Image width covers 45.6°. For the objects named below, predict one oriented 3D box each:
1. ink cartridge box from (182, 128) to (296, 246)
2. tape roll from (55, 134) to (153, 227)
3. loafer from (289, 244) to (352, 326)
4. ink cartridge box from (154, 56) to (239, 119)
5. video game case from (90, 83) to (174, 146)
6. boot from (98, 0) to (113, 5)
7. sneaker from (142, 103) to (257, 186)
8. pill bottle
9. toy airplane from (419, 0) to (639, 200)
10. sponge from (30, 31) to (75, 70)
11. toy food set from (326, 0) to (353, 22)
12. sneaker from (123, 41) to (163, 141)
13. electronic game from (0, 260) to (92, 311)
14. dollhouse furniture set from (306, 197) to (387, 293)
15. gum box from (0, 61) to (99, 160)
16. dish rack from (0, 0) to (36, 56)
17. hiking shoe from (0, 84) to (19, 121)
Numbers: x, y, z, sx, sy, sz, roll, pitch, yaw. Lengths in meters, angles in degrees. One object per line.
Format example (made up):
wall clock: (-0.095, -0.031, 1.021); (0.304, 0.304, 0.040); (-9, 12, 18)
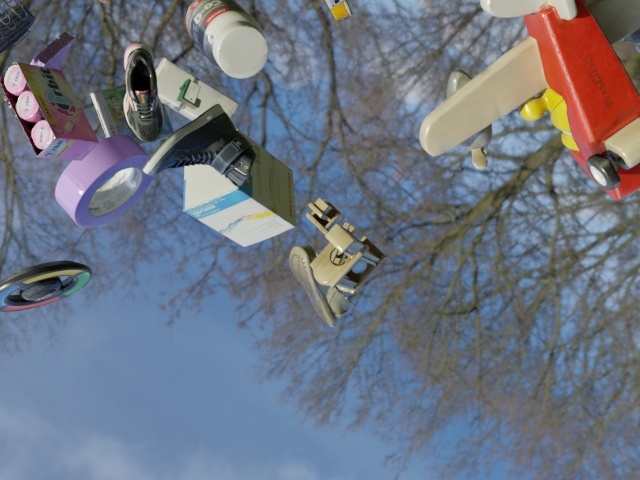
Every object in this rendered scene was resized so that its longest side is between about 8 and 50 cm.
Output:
ink cartridge box: (-0.191, -0.120, 1.840); (0.232, 0.168, 0.171); (34, -136, -48)
tape roll: (-0.597, -0.163, 2.123); (0.090, 0.275, 0.275); (44, -155, 13)
loafer: (0.005, 0.096, 1.834); (0.102, 0.092, 0.268); (39, 160, 42)
ink cartridge box: (-0.339, -0.370, 1.950); (0.219, 0.092, 0.160); (29, 178, -24)
video game case: (-0.572, -0.384, 2.331); (0.212, 0.023, 0.193); (-26, -77, -35)
boot: (-0.490, -0.569, 1.637); (0.114, 0.106, 0.037); (23, -138, 13)
sneaker: (-0.233, -0.159, 1.542); (0.226, 0.086, 0.163); (-42, -84, -30)
pill bottle: (-0.245, -0.542, 2.008); (0.161, 0.161, 0.283); (23, -161, -35)
toy airplane: (0.368, -0.279, 1.175); (0.386, 0.384, 0.272); (10, -169, -10)
sponge: (-0.638, -0.403, 1.767); (0.031, 0.117, 0.210); (31, -152, -15)
toy food set: (0.036, -0.557, 1.541); (0.232, 0.104, 0.111); (51, -164, -55)
sneaker: (-0.321, -0.257, 1.360); (0.072, 0.178, 0.077); (-11, -152, -9)
electronic game: (-0.623, 0.105, 1.696); (0.229, 0.229, 0.048); (-3, -115, -56)
dollhouse furniture set: (0.000, 0.000, 1.297); (0.161, 0.101, 0.182); (45, -172, 23)
gum box: (-0.510, -0.245, 1.428); (0.188, 0.062, 0.107); (59, -154, 15)
dish rack: (-0.793, -0.522, 1.787); (0.074, 0.208, 0.271); (50, 176, 21)
hiking shoe: (-0.799, -0.414, 2.084); (0.304, 0.132, 0.113); (49, 166, 54)
